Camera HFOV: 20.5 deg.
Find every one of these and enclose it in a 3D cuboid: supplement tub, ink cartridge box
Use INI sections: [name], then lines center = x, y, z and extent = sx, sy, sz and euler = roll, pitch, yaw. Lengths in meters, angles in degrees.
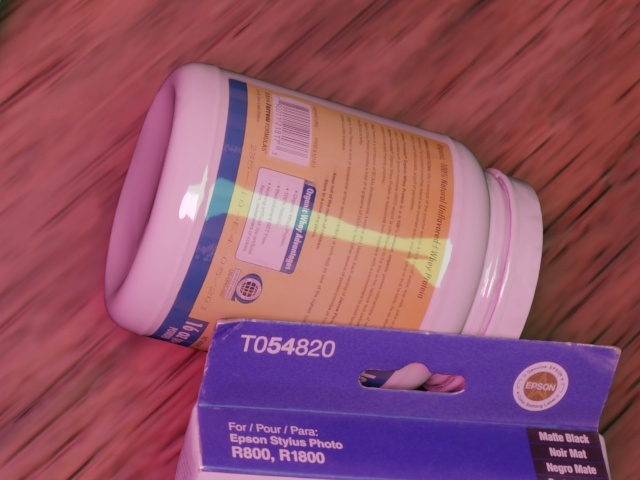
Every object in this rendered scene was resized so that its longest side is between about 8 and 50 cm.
[supplement tub]
center = 0.000, 0.000, 0.923
extent = 0.200, 0.144, 0.144
euler = 16, 79, -15
[ink cartridge box]
center = 0.032, 0.149, 0.904
extent = 0.223, 0.045, 0.224
euler = 5, 120, -17
